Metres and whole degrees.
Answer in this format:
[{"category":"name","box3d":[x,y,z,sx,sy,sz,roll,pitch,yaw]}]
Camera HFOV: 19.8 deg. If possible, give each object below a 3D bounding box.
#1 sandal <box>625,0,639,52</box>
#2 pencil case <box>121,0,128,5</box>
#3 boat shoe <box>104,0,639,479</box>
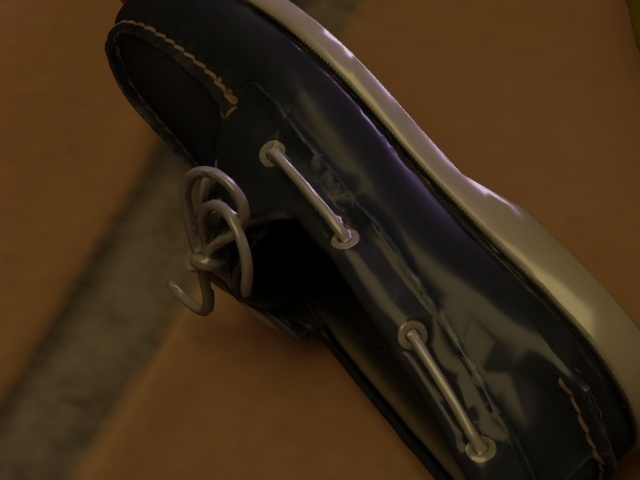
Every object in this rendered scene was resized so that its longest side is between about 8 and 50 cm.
[{"category":"sandal","box3d":[0.201,-0.049,0.542,0.138,0.126,0.317,-35,62,-7]},{"category":"pencil case","box3d":[-0.045,-0.155,0.731,0.070,0.064,0.152,2,59,4]},{"category":"boat shoe","box3d":[0.000,0.000,0.601,0.079,0.095,0.254,-37,62,-18]}]
